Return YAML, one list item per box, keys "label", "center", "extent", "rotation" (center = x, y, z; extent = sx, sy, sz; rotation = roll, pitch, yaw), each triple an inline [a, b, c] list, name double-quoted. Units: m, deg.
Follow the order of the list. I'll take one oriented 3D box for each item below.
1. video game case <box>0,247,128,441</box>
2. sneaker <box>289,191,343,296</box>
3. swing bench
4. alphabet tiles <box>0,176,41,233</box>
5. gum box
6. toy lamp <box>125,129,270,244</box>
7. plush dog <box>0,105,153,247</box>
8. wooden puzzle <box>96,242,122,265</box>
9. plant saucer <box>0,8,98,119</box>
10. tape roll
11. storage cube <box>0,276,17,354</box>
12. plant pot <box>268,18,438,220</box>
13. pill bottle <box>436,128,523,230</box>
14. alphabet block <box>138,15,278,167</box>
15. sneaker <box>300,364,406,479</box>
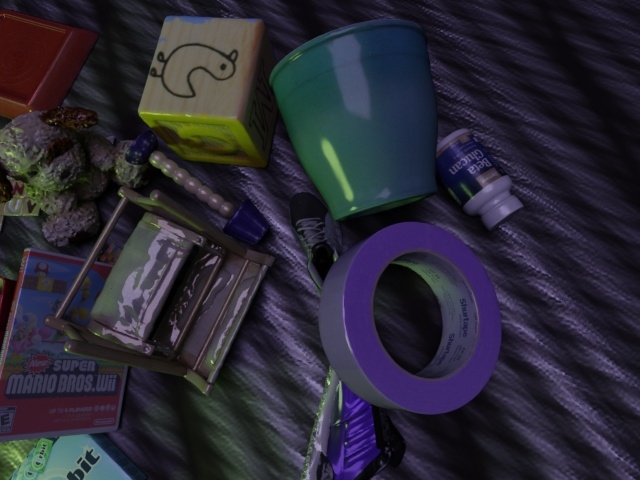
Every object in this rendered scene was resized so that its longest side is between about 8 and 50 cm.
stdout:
- label: "video game case"
  center: [-0.411, 0.172, 0.749]
  extent: [0.025, 0.204, 0.285]
  rotation: [-7, 72, 35]
- label: "sneaker"
  center: [0.000, 0.000, 0.773]
  extent: [0.086, 0.132, 0.229]
  rotation: [-23, 74, 0]
- label: "swing bench"
  center: [-0.253, 0.082, 0.748]
  extent: [0.165, 0.254, 0.253]
  rotation: [11, 72, 48]
- label: "alphabet tiles"
  center: [-0.692, -0.109, 0.955]
  extent: [0.237, 0.009, 0.198]
  rotation: [0, 75, 8]
- label: "gum box"
  center: [-0.415, 0.409, 0.762]
  extent: [0.184, 0.041, 0.157]
  rotation: [36, 82, 15]
- label: "toy lamp"
  center: [-0.214, -0.089, 0.817]
  extent: [0.274, 0.080, 0.080]
  rotation: [36, 81, -9]
- label: "plush dog"
  center: [-0.477, -0.149, 0.825]
  extent: [0.210, 0.225, 0.262]
  rotation: [43, 84, 15]
- label: "wooden puzzle"
  center: [-0.403, 0.038, 0.879]
  extent: [0.083, 0.006, 0.049]
  rotation: [32, 81, 14]
- label: "plant saucer"
  center: [-0.672, -0.402, 1.013]
  extent: [0.259, 0.048, 0.258]
  rotation: [19, 78, 12]
- label: "tape roll"
  center: [0.138, 0.114, 0.684]
  extent: [0.275, 0.090, 0.275]
  rotation: [7, 72, -23]
- label: "storage cube"
  center: [-0.560, 0.169, 0.767]
  extent: [0.183, 0.193, 0.215]
  rotation: [-1, 74, 7]
- label: "plant pot"
  center: [0.075, -0.174, 0.756]
  extent: [0.271, 0.271, 0.255]
  rotation: [-14, 88, 3]
- label: "pill bottle"
  center: [0.271, -0.104, 0.787]
  extent: [0.094, 0.094, 0.169]
  rotation: [-33, 74, -3]
- label: "alphabet block"
  center: [-0.190, -0.269, 0.840]
  extent: [0.192, 0.193, 0.197]
  rotation: [6, 76, 10]
- label: "sneaker"
  center: [0.068, 0.282, 0.714]
  extent: [0.146, 0.102, 0.293]
  rotation: [16, 81, 4]
